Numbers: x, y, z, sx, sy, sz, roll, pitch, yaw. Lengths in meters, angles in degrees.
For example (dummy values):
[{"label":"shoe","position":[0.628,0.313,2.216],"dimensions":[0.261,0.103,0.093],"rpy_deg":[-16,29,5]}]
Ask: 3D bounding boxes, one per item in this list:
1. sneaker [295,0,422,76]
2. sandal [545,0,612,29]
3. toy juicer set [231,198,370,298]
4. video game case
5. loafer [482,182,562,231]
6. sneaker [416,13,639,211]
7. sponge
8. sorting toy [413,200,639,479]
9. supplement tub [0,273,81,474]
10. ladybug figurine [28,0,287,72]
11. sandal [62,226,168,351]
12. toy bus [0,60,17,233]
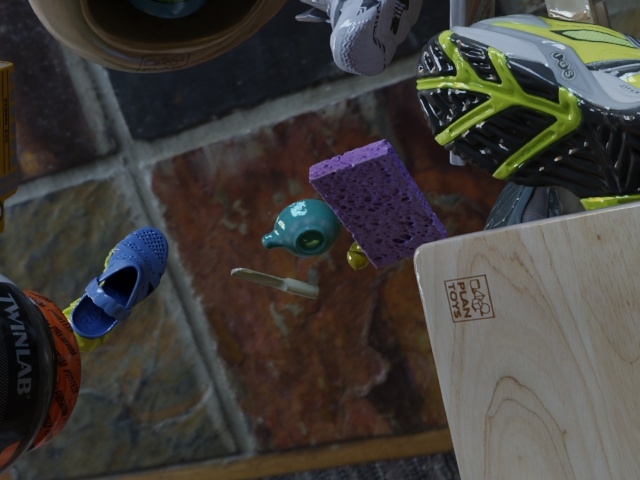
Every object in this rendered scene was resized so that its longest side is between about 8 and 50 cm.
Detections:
[{"label":"sneaker","position":[0.038,-0.392,1.533],"dimensions":[0.210,0.366,0.137],"rpy_deg":[13,126,16]},{"label":"sandal","position":[0.216,-0.274,0.896],"dimensions":[0.088,0.079,0.240],"rpy_deg":[4,122,62]},{"label":"toy juicer set","position":[0.000,0.000,1.824],"dimensions":[0.209,0.089,0.329],"rpy_deg":[37,111,-29]},{"label":"video game case","position":[0.215,-0.276,1.263],"dimensions":[0.025,0.204,0.285],"rpy_deg":[10,139,16]},{"label":"loafer","position":[0.223,0.012,0.976],"dimensions":[0.084,0.267,0.096],"rpy_deg":[33,128,-3]},{"label":"sneaker","position":[0.254,-0.079,0.662],"dimensions":[0.385,0.147,0.145],"rpy_deg":[39,145,29]},{"label":"sponge","position":[0.083,-0.046,1.239],"dimensions":[0.117,0.031,0.210],"rpy_deg":[-18,136,23]},{"label":"sorting toy","position":[0.202,0.101,0.438],"dimensions":[0.256,0.089,0.257],"rpy_deg":[-12,91,34]},{"label":"supplement tub","position":[-0.368,0.114,0.732],"dimensions":[0.207,0.338,0.207],"rpy_deg":[-2,85,24]},{"label":"ladybug figurine","position":[-0.156,-0.328,0.911],"dimensions":[0.449,0.305,0.161],"rpy_deg":[129,129,-62]},{"label":"sandal","position":[-0.388,0.083,1.790],"dimensions":[0.126,0.317,0.138],"rpy_deg":[38,135,-12]},{"label":"toy bus","position":[-0.666,-0.178,1.759],"dimensions":[0.108,0.130,0.332],"rpy_deg":[7,111,5]}]
